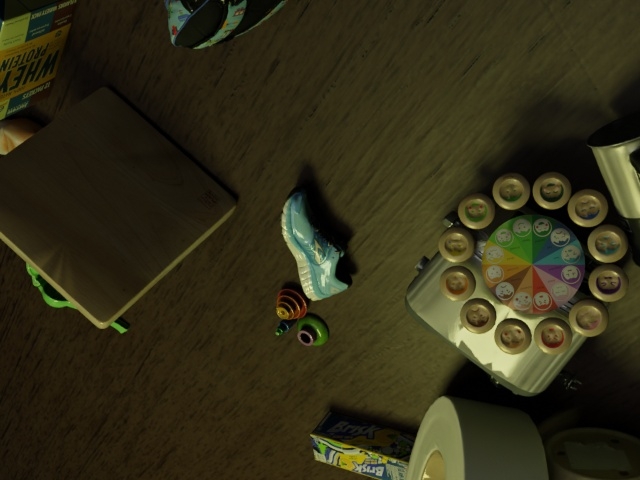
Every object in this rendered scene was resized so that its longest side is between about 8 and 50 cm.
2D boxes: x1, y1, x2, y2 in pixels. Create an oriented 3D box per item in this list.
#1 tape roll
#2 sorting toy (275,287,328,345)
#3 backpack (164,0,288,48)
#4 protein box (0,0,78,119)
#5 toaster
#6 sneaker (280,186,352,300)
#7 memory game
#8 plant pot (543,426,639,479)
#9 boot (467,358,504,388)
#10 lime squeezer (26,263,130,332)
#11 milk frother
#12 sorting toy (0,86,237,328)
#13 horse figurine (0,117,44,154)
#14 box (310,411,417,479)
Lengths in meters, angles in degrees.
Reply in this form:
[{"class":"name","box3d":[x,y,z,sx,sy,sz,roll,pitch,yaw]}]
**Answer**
[{"class":"tape roll","box3d":[0.175,0.335,0.972,0.100,0.286,0.286,10,129,-4]},{"class":"sorting toy","box3d":[-0.036,0.118,1.148,0.061,0.042,0.102,-21,105,42]},{"class":"backpack","box3d":[-0.099,-0.284,0.856,0.173,0.158,0.116,-25,94,55]},{"class":"protein box","box3d":[-0.472,-0.307,1.108,0.200,0.136,0.201,42,134,4]},{"class":"toaster","box3d":[0.215,0.062,0.875,0.227,0.129,0.146,37,131,13]},{"class":"sneaker","box3d":[0.000,0.000,1.046,0.073,0.063,0.162,-10,118,20]},{"class":"memory game","box3d":[0.206,0.023,0.786,0.186,0.012,0.186,1,92,18]},{"class":"plant pot","box3d":[0.325,0.374,0.947,0.257,0.256,0.273,6,107,32]},{"class":"boot","box3d":[0.210,0.132,0.969,0.045,0.121,0.099,-51,54,18]},{"class":"lime squeezer","box3d":[-0.464,0.052,1.398,0.110,0.059,0.310,-24,103,43]},{"class":"milk frother","box3d":[0.345,-0.058,0.739,0.143,0.129,0.134,-28,106,-1]},{"class":"sorting toy","box3d":[-0.297,-0.039,1.094,0.257,0.255,0.089,41,150,5]},{"class":"horse figurine","box3d":[-0.494,-0.139,1.281,0.263,0.066,0.174,15,122,29]},{"class":"box","box3d":[0.072,0.309,1.187,0.169,0.059,0.054,9,122,31]}]
